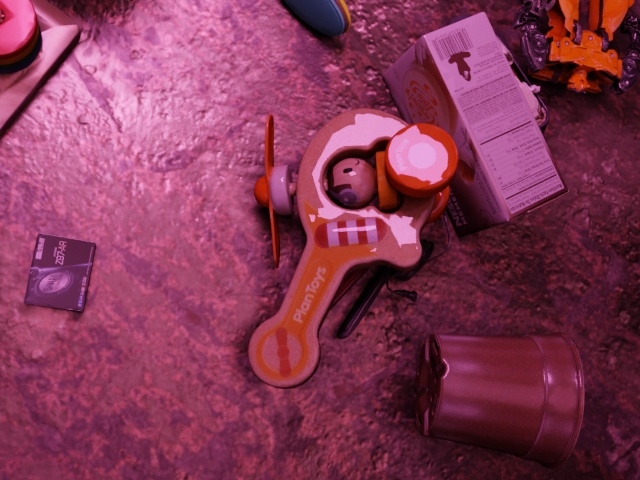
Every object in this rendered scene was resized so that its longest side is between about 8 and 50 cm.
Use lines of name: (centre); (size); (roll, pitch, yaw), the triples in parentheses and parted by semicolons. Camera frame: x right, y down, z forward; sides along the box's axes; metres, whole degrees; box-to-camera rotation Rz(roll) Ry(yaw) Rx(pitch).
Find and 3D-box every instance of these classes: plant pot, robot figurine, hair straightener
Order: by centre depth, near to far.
plant pot: (0.209, 0.184, 0.944); (0.165, 0.167, 0.167); (9, 80, -5)
hair straightener: (0.094, 0.040, 0.991); (0.089, 0.047, 0.230); (44, 70, -6)
robot figurine: (0.369, -0.339, 1.092); (0.211, 0.085, 0.291); (11, 79, -13)

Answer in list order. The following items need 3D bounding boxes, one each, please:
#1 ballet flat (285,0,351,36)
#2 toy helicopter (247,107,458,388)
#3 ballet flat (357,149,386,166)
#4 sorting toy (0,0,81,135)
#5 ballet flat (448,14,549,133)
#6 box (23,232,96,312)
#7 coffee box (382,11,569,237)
ballet flat: (-0.042, -0.362, 0.994); (0.231, 0.077, 0.077); (36, 58, -6)
toy helicopter: (0.000, 0.000, 0.908); (0.234, 0.140, 0.355); (23, 77, 10)
ballet flat: (0.076, -0.114, 1.003); (0.114, 0.041, 0.041); (2, 82, -16)
sorting toy: (-0.450, -0.230, 0.853); (0.257, 0.089, 0.256); (35, 75, -8)
ballet flat: (0.247, -0.227, 1.047); (0.074, 0.074, 0.203); (-34, 92, -17)
box: (-0.301, 0.038, 0.892); (0.067, 0.018, 0.083); (11, 80, -14)
coffee box: (0.193, -0.142, 0.988); (0.098, 0.141, 0.247); (-25, 90, -17)
